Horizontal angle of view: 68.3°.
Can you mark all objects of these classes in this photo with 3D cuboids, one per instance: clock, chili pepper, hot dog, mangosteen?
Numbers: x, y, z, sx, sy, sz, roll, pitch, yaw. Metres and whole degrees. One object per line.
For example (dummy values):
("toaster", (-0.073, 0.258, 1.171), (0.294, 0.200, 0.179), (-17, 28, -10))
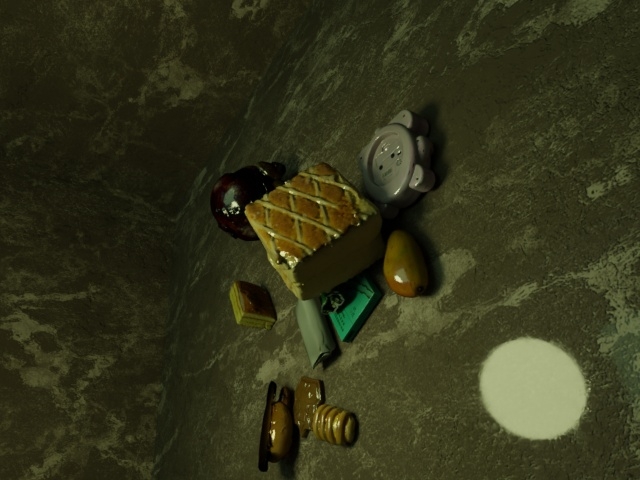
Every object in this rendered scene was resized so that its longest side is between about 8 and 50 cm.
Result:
("clock", (0.261, -0.255, 1.626), (0.295, 0.114, 0.322), (-41, 44, 41))
("chili pepper", (0.052, 0.128, 1.740), (0.136, 0.099, 0.270), (91, -177, -46))
("hot dog", (-0.154, 0.708, 1.807), (0.194, 0.107, 0.325), (132, 149, -63))
("mangosteen", (-0.319, -0.184, 2.311), (0.381, 0.422, 0.381), (57, 162, 30))

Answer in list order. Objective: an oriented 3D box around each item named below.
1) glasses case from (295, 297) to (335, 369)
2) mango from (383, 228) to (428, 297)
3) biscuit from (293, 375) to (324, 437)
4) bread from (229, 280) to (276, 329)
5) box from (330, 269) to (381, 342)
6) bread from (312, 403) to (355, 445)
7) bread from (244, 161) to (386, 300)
("glasses case", (-0.023, 0.345, 1.811), (0.128, 0.083, 0.308), (-60, 33, 31))
("mango", (0.256, 0.070, 1.469), (0.138, 0.113, 0.253), (-46, 38, 36))
("biscuit", (-0.052, 0.623, 1.764), (0.182, 0.034, 0.215), (-13, 64, 56))
("bread", (-0.317, 0.297, 2.202), (0.110, 0.184, 0.234), (-57, 36, 19))
("box", (0.118, 0.226, 1.679), (0.226, 0.042, 0.161), (-60, 32, 22))
("bread", (0.042, 0.615, 1.575), (0.177, 0.084, 0.119), (-12, 66, 51))
("bread", (-0.019, -0.029, 1.632), (0.371, 0.279, 0.390), (-34, 45, -9))
